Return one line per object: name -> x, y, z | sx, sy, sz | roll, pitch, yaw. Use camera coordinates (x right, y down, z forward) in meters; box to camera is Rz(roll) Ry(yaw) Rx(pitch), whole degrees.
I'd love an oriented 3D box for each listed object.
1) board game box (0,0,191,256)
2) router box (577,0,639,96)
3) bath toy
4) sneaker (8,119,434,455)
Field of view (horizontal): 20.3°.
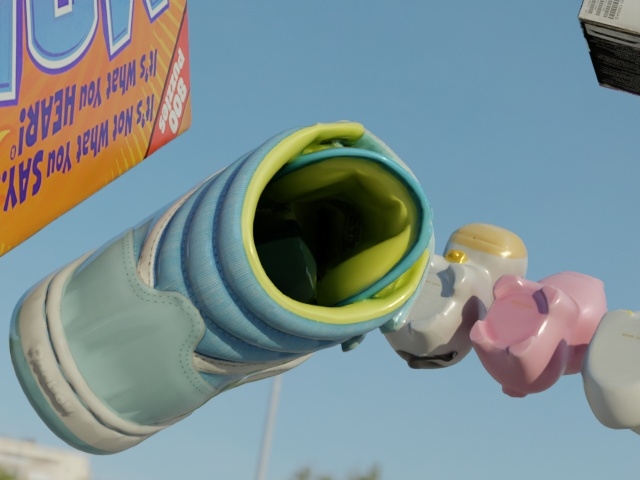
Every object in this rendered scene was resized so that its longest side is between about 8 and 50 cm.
board game box -> -0.289, -0.193, 0.851 | 0.356, 0.356, 0.356 | 2, 16, 14
router box -> 0.197, -0.181, 1.003 | 0.046, 0.179, 0.133 | 17, -6, 16
bath toy -> 0.174, 0.075, 1.471 | 0.348, 0.151, 0.129 | 20, -24, 41
sneaker -> 0.000, 0.000, 0.954 | 0.208, 0.127, 0.319 | -28, 6, 32
